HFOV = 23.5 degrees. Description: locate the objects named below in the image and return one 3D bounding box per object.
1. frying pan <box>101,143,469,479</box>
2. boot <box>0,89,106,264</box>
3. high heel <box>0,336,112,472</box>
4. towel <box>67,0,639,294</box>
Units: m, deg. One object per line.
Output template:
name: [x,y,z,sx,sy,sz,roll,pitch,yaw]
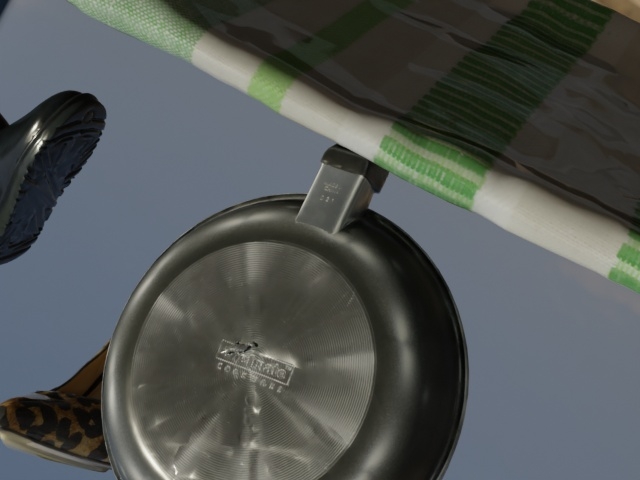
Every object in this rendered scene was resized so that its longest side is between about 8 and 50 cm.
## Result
frying pan: [0.018,0.020,0.751,0.197,0.326,0.053,44,-175,26]
boot: [-0.348,-0.121,1.606,0.207,0.246,0.094,48,-141,14]
high heel: [-0.153,0.077,1.152,0.093,0.186,0.261,12,175,25]
towel: [0.097,-0.055,0.589,0.325,0.038,0.248,28,-154,8]
